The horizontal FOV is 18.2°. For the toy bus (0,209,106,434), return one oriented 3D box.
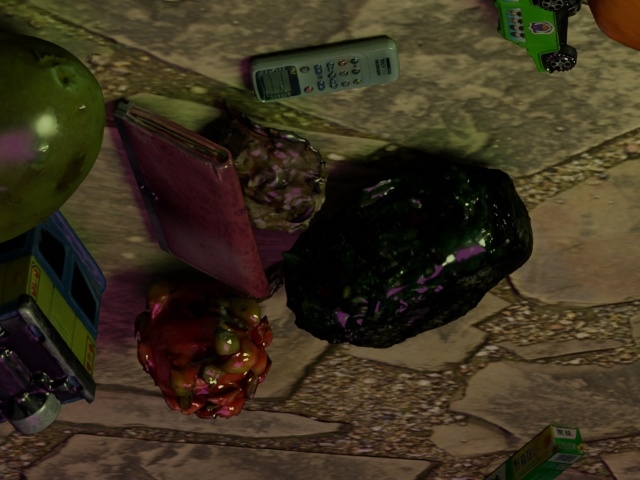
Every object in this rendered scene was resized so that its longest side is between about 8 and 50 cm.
[{"bbox_3d":[-0.350,0.090,1.800,0.288,0.175,0.138,-17,132,16],"label":"toy bus"}]

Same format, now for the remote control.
[{"bbox_3d":[0.004,-0.142,1.657,0.124,0.018,0.053,-8,148,1],"label":"remote control"}]

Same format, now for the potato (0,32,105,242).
[{"bbox_3d":[-0.279,-0.082,1.573,0.253,0.148,0.186,-19,132,33],"label":"potato"}]

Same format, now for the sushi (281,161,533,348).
[{"bbox_3d":[0.075,0.014,1.796,0.225,0.124,0.127,-30,158,24],"label":"sushi"}]

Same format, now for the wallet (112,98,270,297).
[{"bbox_3d":[-0.109,-0.031,1.747,0.119,0.025,0.232,26,156,20],"label":"wallet"}]

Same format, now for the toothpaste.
[{"bbox_3d":[0.248,0.276,2.383,0.043,0.037,0.178,6,147,-28],"label":"toothpaste"}]

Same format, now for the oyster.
[{"bbox_3d":[-0.046,-0.056,1.721,0.105,0.056,0.177,24,158,7],"label":"oyster"}]

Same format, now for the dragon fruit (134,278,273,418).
[{"bbox_3d":[-0.103,0.096,1.880,0.133,0.150,0.208,-30,-174,-14],"label":"dragon fruit"}]

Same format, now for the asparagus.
[{"bbox_3d":[0.000,0.000,1.887,0.233,0.022,0.023,-42,179,40],"label":"asparagus"}]

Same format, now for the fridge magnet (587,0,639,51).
[{"bbox_3d":[0.364,-0.227,1.417,0.364,0.155,0.363,-10,167,-2],"label":"fridge magnet"}]

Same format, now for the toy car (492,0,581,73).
[{"bbox_3d":[0.168,-0.198,1.557,0.062,0.071,0.165,2,151,13],"label":"toy car"}]
